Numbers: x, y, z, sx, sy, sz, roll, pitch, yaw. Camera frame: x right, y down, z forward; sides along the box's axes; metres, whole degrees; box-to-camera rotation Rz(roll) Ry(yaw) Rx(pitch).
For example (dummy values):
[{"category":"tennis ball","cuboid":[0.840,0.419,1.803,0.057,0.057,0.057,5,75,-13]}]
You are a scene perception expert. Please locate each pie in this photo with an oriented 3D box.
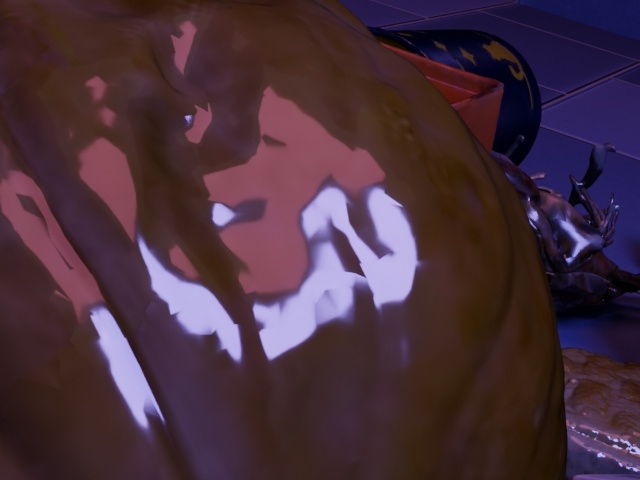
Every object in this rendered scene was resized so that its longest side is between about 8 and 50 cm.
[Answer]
[{"category":"pie","cuboid":[0.222,0.125,0.860,0.195,0.046,0.195,12,22,-5]}]

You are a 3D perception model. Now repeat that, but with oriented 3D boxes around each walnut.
[{"category":"walnut","cuboid":[-0.100,0.050,0.478,0.354,0.308,0.398,-28,34,-12]}]

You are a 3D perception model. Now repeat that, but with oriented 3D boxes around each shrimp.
[{"category":"shrimp","cuboid":[0.184,-0.004,1.063,0.343,0.145,0.116,15,-19,-28]}]

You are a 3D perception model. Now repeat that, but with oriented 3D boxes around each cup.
[{"category":"cup","cuboid":[0.109,-0.078,1.233,0.178,0.255,0.256,-18,-1,31]}]

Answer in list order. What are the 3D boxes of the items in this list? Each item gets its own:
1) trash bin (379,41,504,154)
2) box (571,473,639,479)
[{"category":"trash bin","cuboid":[0.000,0.000,0.763,0.184,0.238,0.161,20,21,21]},{"category":"box","cuboid":[0.282,0.156,0.599,0.274,0.091,0.221,2,-7,-13]}]
